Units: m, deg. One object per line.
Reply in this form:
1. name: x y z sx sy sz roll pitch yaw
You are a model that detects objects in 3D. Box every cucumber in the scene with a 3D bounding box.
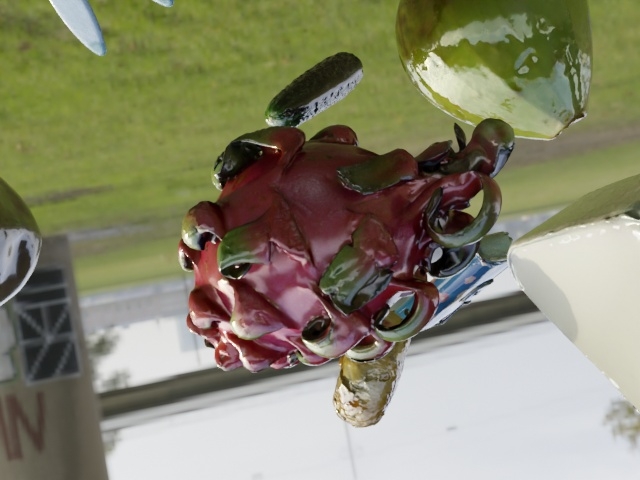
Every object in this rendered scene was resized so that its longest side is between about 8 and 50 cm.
1. cucumber: -0.013 -0.245 1.985 0.074 0.074 0.241 -11 -160 38

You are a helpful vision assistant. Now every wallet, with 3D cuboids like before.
1. wallet: 0.219 0.068 1.902 0.202 0.059 0.141 -45 162 31

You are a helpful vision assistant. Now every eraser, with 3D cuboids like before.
1. eraser: 0.371 0.038 1.278 0.150 0.331 0.331 -33 -174 -18

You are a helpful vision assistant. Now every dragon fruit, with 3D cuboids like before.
1. dragon fruit: 0.020 0.005 0.973 0.272 0.198 0.218 0 -150 5

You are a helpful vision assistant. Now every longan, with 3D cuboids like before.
1. longan: -0.460 0.002 1.449 0.246 0.215 0.246 -23 -169 5

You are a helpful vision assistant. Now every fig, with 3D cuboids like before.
1. fig: 0.183 -0.212 1.268 0.207 0.230 0.207 -5 164 -1

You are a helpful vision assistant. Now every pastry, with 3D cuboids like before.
1. pastry: 0.063 0.159 1.494 0.081 0.153 0.153 20 176 -5

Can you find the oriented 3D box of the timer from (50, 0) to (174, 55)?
1. timer: -0.267 -0.334 1.204 0.255 0.175 0.175 34 151 -33
